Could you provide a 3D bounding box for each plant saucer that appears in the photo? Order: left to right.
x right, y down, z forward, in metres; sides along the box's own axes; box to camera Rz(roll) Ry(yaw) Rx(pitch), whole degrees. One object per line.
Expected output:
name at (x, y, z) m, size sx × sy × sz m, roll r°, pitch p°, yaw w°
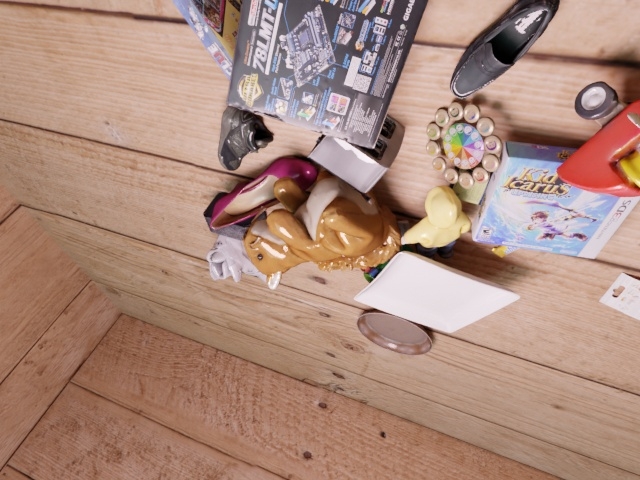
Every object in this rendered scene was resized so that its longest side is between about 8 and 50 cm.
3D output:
plant saucer at (0.298, 0.363, 1.664) m, size 0.311 × 0.050 × 0.310 m, roll 17°, pitch 145°, yaw 13°

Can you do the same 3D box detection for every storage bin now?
storage bin at (-0.285, -0.079, 1.394) m, size 0.181 × 0.122 × 0.084 m, roll 16°, pitch 145°, yaw 15°

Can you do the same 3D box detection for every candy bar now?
candy bar at (0.516, 0.004, 1.064) m, size 0.040 × 0.018 × 0.161 m, roll 33°, pitch 146°, yaw -10°

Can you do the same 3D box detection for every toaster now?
toaster at (0.088, -0.210, 0.927) m, size 0.186 × 0.168 × 0.110 m, roll 33°, pitch 144°, yaw -8°

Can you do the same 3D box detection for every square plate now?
square plate at (0.312, 0.151, 1.185) m, size 0.345 × 0.049 × 0.347 m, roll 20°, pitch 148°, yaw -6°

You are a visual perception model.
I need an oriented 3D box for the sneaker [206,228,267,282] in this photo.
sneaker at (-0.290, 0.096, 1.552) m, size 0.138 × 0.210 × 0.365 m, roll 3°, pitch 140°, yaw 32°

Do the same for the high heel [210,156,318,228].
high heel at (-0.170, -0.120, 1.208) m, size 0.378 × 0.181 × 0.127 m, roll -14°, pitch 128°, yaw 44°

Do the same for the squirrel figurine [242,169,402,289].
squirrel figurine at (0.000, 0.000, 1.122) m, size 0.371 × 0.280 × 0.397 m, roll -35°, pitch 137°, yaw 28°

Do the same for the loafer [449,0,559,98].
loafer at (0.302, -0.325, 0.711) m, size 0.076 × 0.078 × 0.223 m, roll 33°, pitch 146°, yaw -9°

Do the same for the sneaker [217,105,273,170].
sneaker at (-0.208, -0.256, 1.137) m, size 0.130 × 0.087 × 0.227 m, roll 32°, pitch 141°, yaw 4°

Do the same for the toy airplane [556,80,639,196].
toy airplane at (0.579, -0.151, 0.546) m, size 0.387 × 0.271 × 0.384 m, roll -6°, pitch 166°, yaw 9°

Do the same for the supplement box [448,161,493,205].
supplement box at (0.345, -0.138, 0.953) m, size 0.083 × 0.056 × 0.083 m, roll 17°, pitch 145°, yaw 14°

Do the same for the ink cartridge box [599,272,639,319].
ink cartridge box at (0.835, 0.150, 1.045) m, size 0.179 × 0.045 × 0.145 m, roll 30°, pitch 151°, yaw 28°

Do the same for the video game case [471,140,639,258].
video game case at (0.491, -0.078, 0.873) m, size 0.270 × 0.061 × 0.244 m, roll 8°, pitch 137°, yaw 7°

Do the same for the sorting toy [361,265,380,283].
sorting toy at (0.156, 0.091, 1.274) m, size 0.101 × 0.042 × 0.061 m, roll 56°, pitch 158°, yaw -23°

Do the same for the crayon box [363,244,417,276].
crayon box at (0.298, 0.140, 1.334) m, size 0.279 × 0.081 × 0.165 m, roll 38°, pitch 144°, yaw -17°

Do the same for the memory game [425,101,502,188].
memory game at (0.294, -0.196, 0.868) m, size 0.186 × 0.012 × 0.186 m, roll 38°, pitch 143°, yaw 37°

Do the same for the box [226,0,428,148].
box at (0.004, -0.345, 0.731) m, size 0.294 × 0.073 × 0.295 m, roll 15°, pitch 121°, yaw -5°

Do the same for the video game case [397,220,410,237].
video game case at (0.211, -0.027, 1.231) m, size 0.122 × 0.011 × 0.087 m, roll 2°, pitch 140°, yaw 31°

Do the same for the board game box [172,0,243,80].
board game box at (-0.191, -0.452, 0.793) m, size 0.042 × 0.165 × 0.243 m, roll -5°, pitch 135°, yaw 39°

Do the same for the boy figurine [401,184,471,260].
boy figurine at (0.285, -0.030, 1.022) m, size 0.178 × 0.092 × 0.285 m, roll -16°, pitch 153°, yaw 4°
